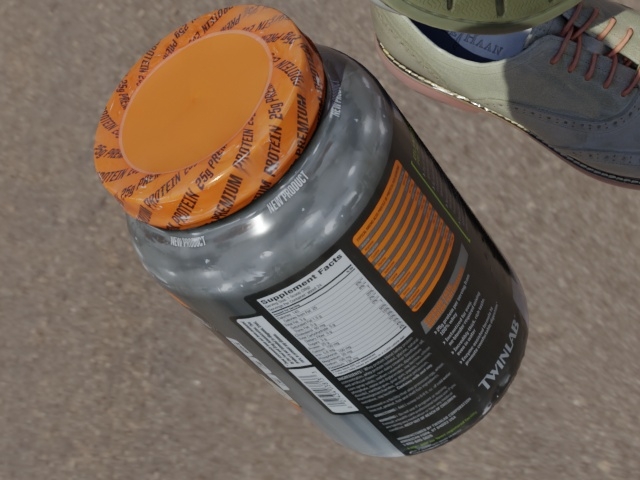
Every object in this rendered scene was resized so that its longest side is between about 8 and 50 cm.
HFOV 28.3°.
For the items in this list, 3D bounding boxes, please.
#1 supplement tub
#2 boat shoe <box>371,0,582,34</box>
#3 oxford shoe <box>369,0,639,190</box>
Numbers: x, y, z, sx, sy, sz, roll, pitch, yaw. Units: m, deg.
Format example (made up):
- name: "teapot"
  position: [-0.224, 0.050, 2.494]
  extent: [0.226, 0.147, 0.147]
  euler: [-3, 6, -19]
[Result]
- name: "supplement tub"
  position: [0.000, 0.000, 0.519]
  extent: [0.117, 0.190, 0.117]
  euler: [-19, 47, 22]
- name: "boat shoe"
  position: [0.141, -0.217, 0.858]
  extent: [0.103, 0.302, 0.113]
  euler: [39, 138, 49]
- name: "oxford shoe"
  position: [0.218, -0.138, 1.049]
  extent: [0.397, 0.146, 0.140]
  euler: [17, 84, 14]
